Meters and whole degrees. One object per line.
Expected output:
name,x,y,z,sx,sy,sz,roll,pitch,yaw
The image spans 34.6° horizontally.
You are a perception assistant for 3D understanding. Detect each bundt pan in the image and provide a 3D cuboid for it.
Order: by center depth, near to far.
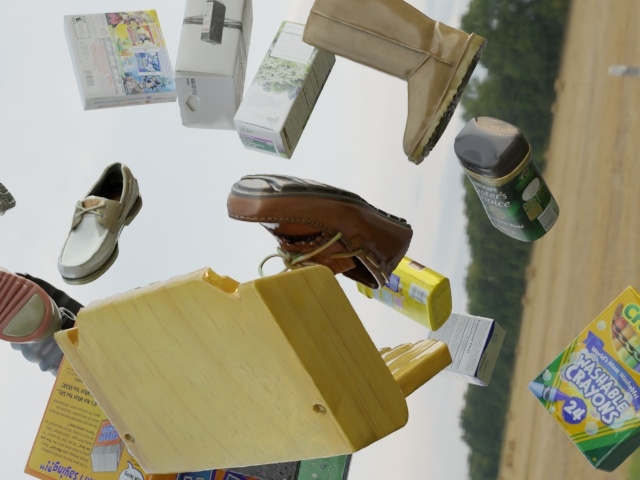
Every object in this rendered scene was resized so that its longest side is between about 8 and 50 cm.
bundt pan,-0.636,0.223,2.453,0.124,0.331,0.331,-52,-12,2

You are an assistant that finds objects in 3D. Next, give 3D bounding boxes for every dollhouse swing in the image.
dollhouse swing,-0.060,0.118,1.276,0.305,0.347,0.315,-46,-67,-46

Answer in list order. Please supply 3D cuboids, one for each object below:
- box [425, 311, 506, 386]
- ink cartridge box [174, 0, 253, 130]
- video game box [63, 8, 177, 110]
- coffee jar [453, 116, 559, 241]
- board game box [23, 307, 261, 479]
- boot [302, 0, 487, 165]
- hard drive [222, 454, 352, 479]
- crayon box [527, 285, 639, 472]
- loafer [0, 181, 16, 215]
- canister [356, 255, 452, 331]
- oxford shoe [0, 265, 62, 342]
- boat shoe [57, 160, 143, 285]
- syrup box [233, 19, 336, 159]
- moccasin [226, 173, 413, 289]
box,0.287,0.217,2.082,0.072,0.137,0.126,41,-114,-47
ink cartridge box,-0.200,-0.374,1.971,0.197,0.114,0.272,94,-179,-65
video game box,-0.393,-0.358,2.020,0.048,0.187,0.205,118,138,-60
coffee jar,0.248,-0.083,1.373,0.079,0.096,0.184,-48,-45,-11
board game box,-0.316,0.380,2.124,0.356,0.357,0.356,31,-107,-49
boot,0.093,-0.272,1.610,0.236,0.269,0.089,-62,-12,-6
hard drive,-0.103,0.251,1.606,0.064,0.339,0.237,-54,-25,-71
crayon box,0.557,0.231,1.847,0.323,0.203,0.083,-48,-39,14
loafer,-0.688,-0.060,2.043,0.094,0.087,0.251,52,-172,0
canister,0.149,0.081,1.845,0.073,0.170,0.126,-45,-35,-25
oxford shoe,-0.627,0.074,1.769,0.140,0.397,0.146,-59,-8,-10
boat shoe,-0.433,-0.038,1.977,0.302,0.113,0.103,-76,-17,-51
syrup box,-0.061,-0.272,1.851,0.096,0.093,0.237,69,-140,-61
moccasin,-0.003,-0.001,1.421,0.380,0.139,0.147,22,-95,-63
